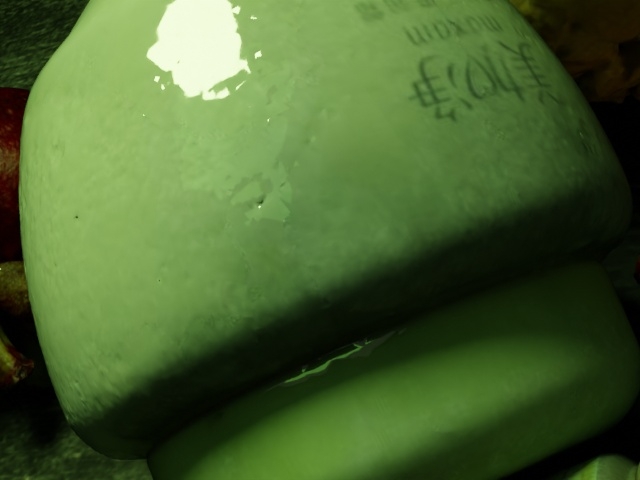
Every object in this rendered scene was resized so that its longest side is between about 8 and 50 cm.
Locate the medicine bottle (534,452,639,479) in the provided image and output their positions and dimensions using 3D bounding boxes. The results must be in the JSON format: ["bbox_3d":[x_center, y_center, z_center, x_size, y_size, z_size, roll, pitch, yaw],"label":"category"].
[{"bbox_3d":[0.062,0.217,0.790,0.322,0.151,0.151,-25,40,20],"label":"medicine bottle"}]

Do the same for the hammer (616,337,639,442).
[{"bbox_3d":[0.144,0.028,0.995,0.137,0.037,0.290,-49,38,7],"label":"hammer"}]

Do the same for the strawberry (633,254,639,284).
[{"bbox_3d":[0.280,-0.050,0.943,0.208,0.087,0.167,-53,10,30],"label":"strawberry"}]

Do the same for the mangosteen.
[{"bbox_3d":[-0.252,0.008,1.239,0.215,0.215,0.257,-24,64,21],"label":"mangosteen"}]

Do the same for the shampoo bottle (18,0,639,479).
[{"bbox_3d":[0.000,0.000,0.864,0.322,0.322,0.317,-28,77,16],"label":"shampoo bottle"}]

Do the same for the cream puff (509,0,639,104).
[{"bbox_3d":[0.213,-0.225,1.025,0.327,0.231,0.343,-25,35,46],"label":"cream puff"}]
